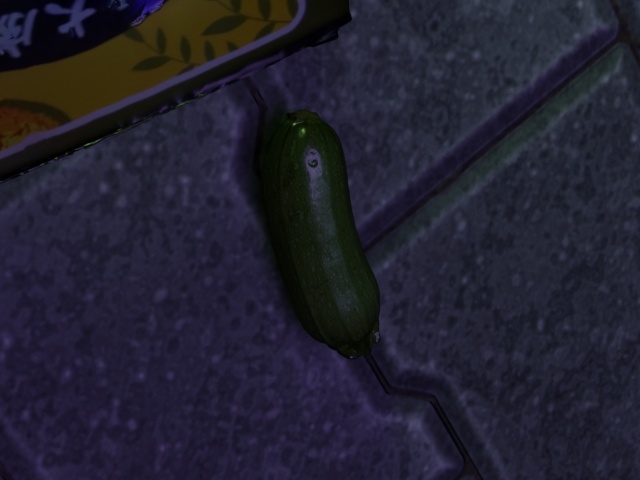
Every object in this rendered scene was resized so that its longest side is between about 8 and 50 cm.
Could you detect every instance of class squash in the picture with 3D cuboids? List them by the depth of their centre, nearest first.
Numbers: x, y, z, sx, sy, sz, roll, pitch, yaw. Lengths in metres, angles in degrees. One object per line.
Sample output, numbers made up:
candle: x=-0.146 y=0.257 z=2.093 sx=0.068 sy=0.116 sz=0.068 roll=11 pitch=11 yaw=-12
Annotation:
squash: x=0.000 y=0.000 z=1.381 sx=0.077 sy=0.068 sz=0.219 roll=-30 pitch=118 yaw=-26

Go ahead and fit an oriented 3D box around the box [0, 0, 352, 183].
box: x=-0.196 y=-0.244 z=0.958 sx=0.373 sy=0.138 sz=0.420 roll=-26 pitch=130 yaw=-19
